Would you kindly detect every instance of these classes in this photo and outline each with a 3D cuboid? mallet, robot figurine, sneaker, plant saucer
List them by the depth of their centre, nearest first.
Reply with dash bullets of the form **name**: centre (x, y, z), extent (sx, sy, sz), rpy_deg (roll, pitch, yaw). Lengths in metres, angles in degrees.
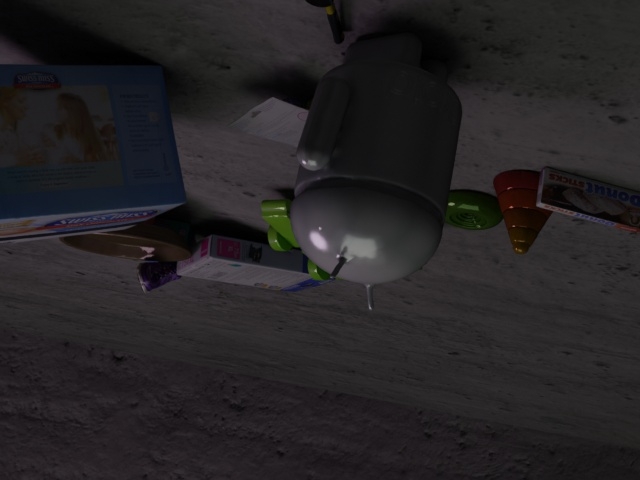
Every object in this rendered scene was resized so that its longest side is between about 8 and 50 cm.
- **mallet**: centre (0.014, -0.304, 1.304), extent (0.039, 0.062, 0.189), rpy_deg (10, 175, 10)
- **robot figurine**: centre (0.073, -0.095, 1.357), extent (0.199, 0.354, 0.300), rpy_deg (-5, 155, 40)
- **plant saucer**: centre (-0.407, -0.001, 2.175), extent (0.277, 0.041, 0.278), rpy_deg (5, 168, 1)
- **sneaker**: centre (-0.351, 0.069, 2.309), extent (0.071, 0.068, 0.170), rpy_deg (-14, -173, 24)

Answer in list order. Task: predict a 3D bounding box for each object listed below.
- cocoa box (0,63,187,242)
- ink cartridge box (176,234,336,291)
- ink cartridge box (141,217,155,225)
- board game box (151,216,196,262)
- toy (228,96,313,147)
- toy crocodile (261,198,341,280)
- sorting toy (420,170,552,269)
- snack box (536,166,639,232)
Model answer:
- **cocoa box**: centre (-0.417, -0.128, 1.563), extent (0.347, 0.232, 0.228), rpy_deg (-7, 174, -38)
- **ink cartridge box**: centre (-0.141, 0.056, 2.294), extent (0.311, 0.065, 0.185), rpy_deg (13, 161, -28)
- **ink cartridge box**: centre (-0.443, -0.082, 2.129), extent (0.115, 0.067, 0.198), rpy_deg (0, 159, 30)
- **board game box**: centre (-0.366, 0.003, 2.349), extent (0.160, 0.047, 0.210), rpy_deg (11, 161, 3)
- **toy**: centre (-0.006, -0.185, 1.606), extent (0.237, 0.056, 0.137), rpy_deg (17, 157, -30)
- **toy crocodile**: centre (0.000, 0.000, 2.072), extent (0.115, 0.105, 0.340), rpy_deg (-3, 151, 38)
- **sorting toy**: centre (0.272, -0.013, 1.816), extent (0.127, 0.126, 0.365), rpy_deg (22, 157, -28)
- **snack box**: centre (0.437, -0.065, 1.665), extent (0.178, 0.064, 0.022), rpy_deg (14, 160, -7)
